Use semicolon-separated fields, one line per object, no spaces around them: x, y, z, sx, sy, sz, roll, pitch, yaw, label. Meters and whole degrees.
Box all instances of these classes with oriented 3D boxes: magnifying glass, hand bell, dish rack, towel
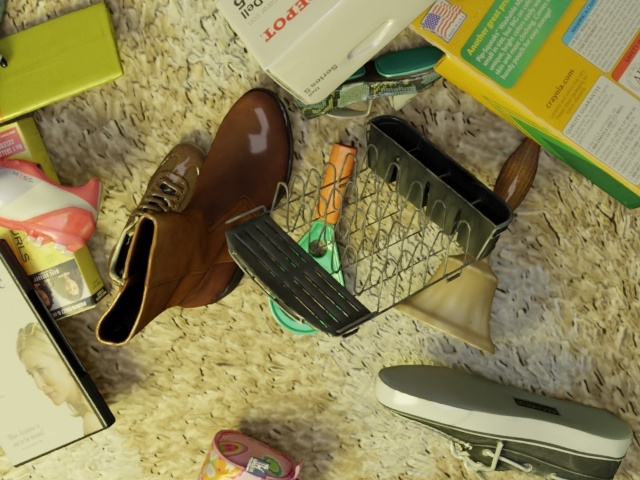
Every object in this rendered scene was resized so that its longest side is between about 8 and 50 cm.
0.000;0.000;1.507;0.092;0.026;0.231;16;101;2;magnifying glass
0.189;-0.006;1.464;0.126;0.126;0.242;25;90;0;hand bell
0.044;-0.014;1.372;0.208;0.271;0.074;42;141;30;dish rack
-0.342;-0.189;1.482;0.237;0.021;0.102;-19;71;8;towel

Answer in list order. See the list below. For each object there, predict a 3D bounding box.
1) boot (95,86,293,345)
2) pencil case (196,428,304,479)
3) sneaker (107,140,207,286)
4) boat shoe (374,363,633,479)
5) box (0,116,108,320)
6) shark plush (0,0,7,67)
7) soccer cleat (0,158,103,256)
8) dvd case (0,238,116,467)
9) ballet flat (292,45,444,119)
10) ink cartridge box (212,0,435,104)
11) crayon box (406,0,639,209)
-0.138;-0.036;1.379;0.096;0.280;0.264;29;104;13;boot
-0.116;0.369;1.539;0.124;0.124;0.284;21;100;1;pencil case
-0.186;-0.025;1.494;0.066;0.071;0.188;28;102;-1;sneaker
0.201;0.225;1.491;0.306;0.113;0.105;13;108;-13;boat shoe
-0.336;-0.021;1.514;0.087;0.058;0.232;-19;98;9;box
-0.386;-0.210;1.460;0.067;0.073;0.161;-1;64;-18;shark plush
-0.366;-0.060;1.448;0.248;0.083;0.095;20;78;4;soccer cleat
-0.369;0.138;1.531;0.180;0.022;0.253;-26;98;34;dvd case
0.063;-0.174;1.457;0.188;0.070;0.070;-8;100;6;ballet flat
-0.029;-0.310;1.346;0.198;0.114;0.273;-41;64;10;ink cartridge box
0.271;-0.209;1.389;0.323;0.083;0.203;35;84;-3;crayon box
